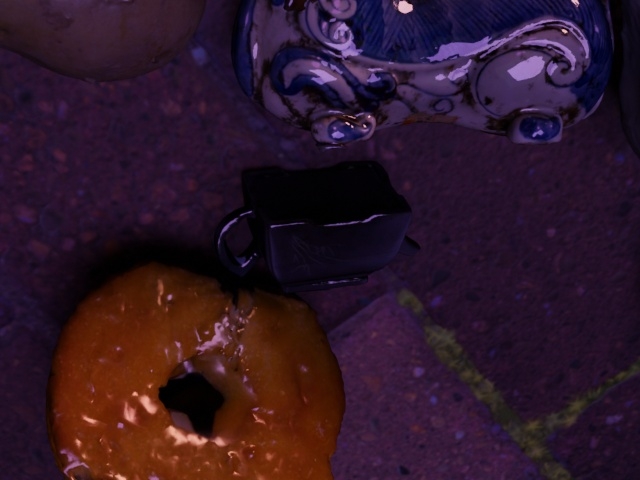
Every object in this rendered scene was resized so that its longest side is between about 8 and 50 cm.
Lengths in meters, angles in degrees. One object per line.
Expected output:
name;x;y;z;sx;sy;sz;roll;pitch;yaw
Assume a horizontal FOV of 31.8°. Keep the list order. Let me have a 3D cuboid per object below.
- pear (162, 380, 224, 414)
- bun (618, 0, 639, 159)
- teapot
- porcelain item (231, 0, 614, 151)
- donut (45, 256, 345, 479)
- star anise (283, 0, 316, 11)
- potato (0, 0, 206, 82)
pear;-0.094;0.201;1.011;0.141;0.104;0.141;-8;127;-11
bun;0.379;-0.182;0.843;0.355;0.194;0.354;-6;121;-11
teapot;0.000;0.000;0.917;0.177;0.087;0.096;-6;124;-17
porcelain item;0.078;-0.165;0.826;0.288;0.138;0.186;0;104;-9
donut;-0.100;0.134;0.899;0.254;0.253;0.118;10;159;-20
star anise;0.061;-0.302;0.693;0.346;0.237;0.148;-49;135;-11
potato;-0.190;-0.199;0.713;0.262;0.165;0.165;16;116;-30
